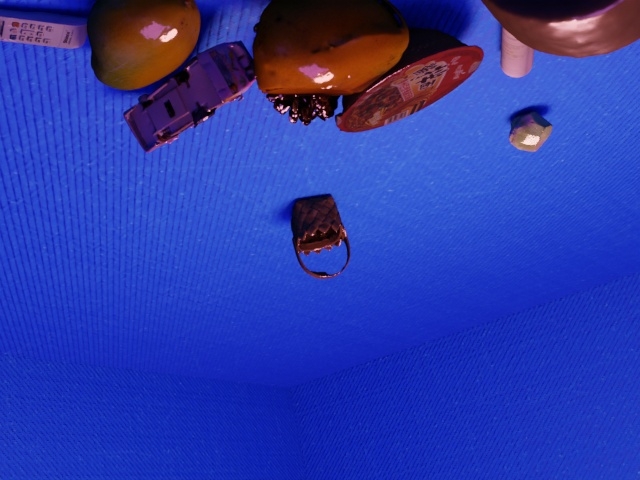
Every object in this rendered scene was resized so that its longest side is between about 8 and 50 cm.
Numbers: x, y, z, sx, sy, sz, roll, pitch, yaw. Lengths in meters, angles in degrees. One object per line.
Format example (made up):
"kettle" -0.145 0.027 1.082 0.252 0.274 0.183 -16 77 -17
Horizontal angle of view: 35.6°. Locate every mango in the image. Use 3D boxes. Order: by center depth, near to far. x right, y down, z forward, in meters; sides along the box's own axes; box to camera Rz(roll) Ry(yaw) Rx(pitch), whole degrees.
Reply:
"mango" -0.259 -0.288 1.439 0.157 0.114 0.251 -16 163 -23
"mango" 0.016 -0.300 1.478 0.236 0.166 0.136 -2 -174 -20

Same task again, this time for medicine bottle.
"medicine bottle" 0.332 -0.351 1.671 0.059 0.059 0.231 -13 160 4

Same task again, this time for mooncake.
"mooncake" 0.328 -0.377 1.267 0.284 0.284 0.155 -21 159 24

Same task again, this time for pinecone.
"pinecone" -0.031 -0.256 1.637 0.121 0.140 0.140 10 173 31

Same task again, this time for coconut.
"coconut" 0.426 -0.224 2.049 0.082 0.081 0.083 -52 168 -10

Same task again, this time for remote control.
"remote control" -0.415 -0.307 1.429 0.162 0.029 0.061 3 154 -23

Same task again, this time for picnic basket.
"picnic basket" 0.000 0.000 2.271 0.128 0.178 0.138 -8 160 -10

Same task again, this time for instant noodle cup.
"instant noodle cup" 0.133 -0.283 1.661 0.274 0.090 0.274 -25 169 -5

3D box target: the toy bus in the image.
"toy bus" -0.207 -0.225 1.584 0.112 0.090 0.274 -36 -170 -35
